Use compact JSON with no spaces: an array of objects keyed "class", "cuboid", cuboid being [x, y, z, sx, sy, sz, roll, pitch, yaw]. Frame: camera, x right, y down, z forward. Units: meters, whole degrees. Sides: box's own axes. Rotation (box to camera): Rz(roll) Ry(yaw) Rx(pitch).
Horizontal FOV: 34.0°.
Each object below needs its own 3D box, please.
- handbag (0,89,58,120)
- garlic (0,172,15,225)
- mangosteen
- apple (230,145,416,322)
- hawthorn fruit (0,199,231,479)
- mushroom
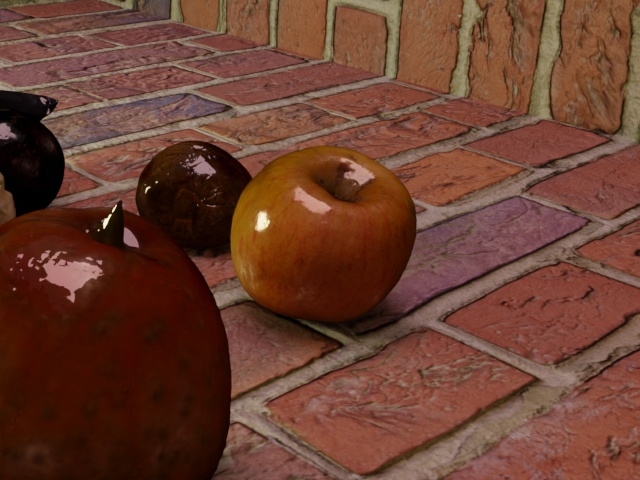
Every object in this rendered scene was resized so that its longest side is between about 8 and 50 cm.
[{"class":"handbag","cuboid":[-0.685,-0.247,2.119,0.211,0.089,0.254,0,-16,-44]},{"class":"garlic","cuboid":[-0.618,-0.062,1.803,0.203,0.185,0.281,-27,55,16]},{"class":"mangosteen","cuboid":[-0.612,-0.122,1.992,0.228,0.228,0.265,12,57,19]},{"class":"apple","cuboid":[0.000,0.000,1.702,0.299,0.275,0.299,11,31,-7]},{"class":"hawthorn fruit","cuboid":[-0.273,0.134,1.170,0.403,0.403,0.403,3,23,-1]},{"class":"mushroom","cuboid":[-0.236,-0.081,1.939,0.231,0.194,0.138,-5,21,8]}]
